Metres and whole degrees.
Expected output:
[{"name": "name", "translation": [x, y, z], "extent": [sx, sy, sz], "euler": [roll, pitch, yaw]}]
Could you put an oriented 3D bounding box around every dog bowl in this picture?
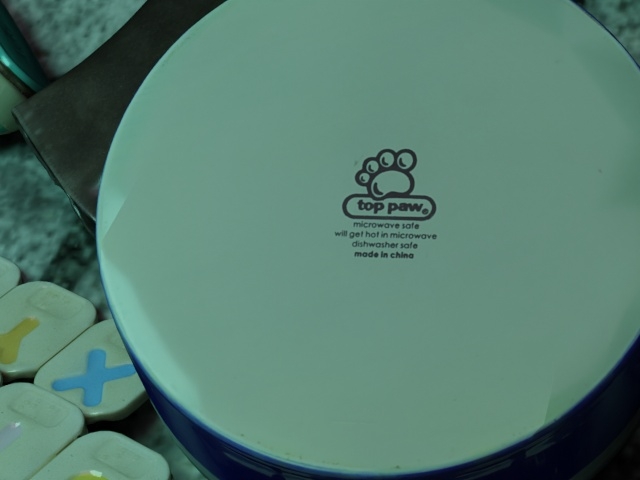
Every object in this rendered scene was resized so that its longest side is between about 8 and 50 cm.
[{"name": "dog bowl", "translation": [0.034, 0.002, 0.878], "extent": [0.265, 0.104, 0.265], "euler": [-3, 65, 6]}]

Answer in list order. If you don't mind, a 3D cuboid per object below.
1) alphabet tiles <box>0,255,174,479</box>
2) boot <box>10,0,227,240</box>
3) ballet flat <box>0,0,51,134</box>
[{"name": "alphabet tiles", "translation": [-0.214, 0.097, 0.923], "extent": [0.284, 0.021, 0.278], "euler": [24, 46, 31]}, {"name": "boot", "translation": [-0.082, -0.124, 1.058], "extent": [0.207, 0.090, 0.248], "euler": [-29, 54, -8]}, {"name": "ballet flat", "translation": [-0.233, -0.147, 1.138], "extent": [0.086, 0.086, 0.248], "euler": [-24, 51, -2]}]
